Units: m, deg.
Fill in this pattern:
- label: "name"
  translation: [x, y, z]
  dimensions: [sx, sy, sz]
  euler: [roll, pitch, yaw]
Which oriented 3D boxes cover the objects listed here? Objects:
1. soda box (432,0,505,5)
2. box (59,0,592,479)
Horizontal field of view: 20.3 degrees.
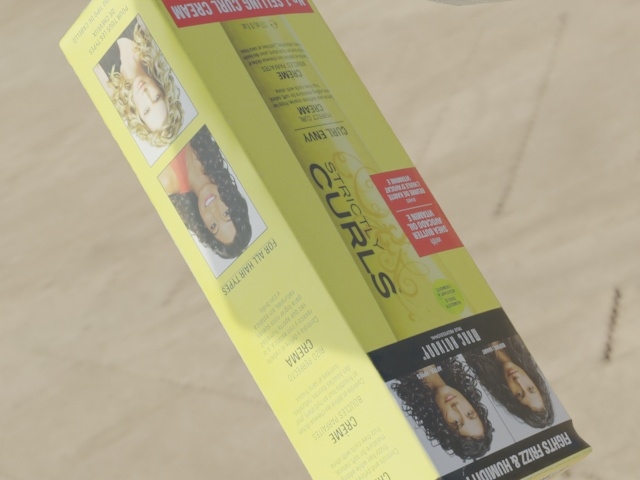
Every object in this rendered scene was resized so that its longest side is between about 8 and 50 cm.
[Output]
- label: "soda box"
  translation: [-0.052, -0.094, 0.316]
  dimensions: [0.216, 0.069, 0.074]
  euler: [9, 2, -19]
- label: "box"
  translation: [0.000, 0.000, 0.655]
  dimensions: [0.087, 0.232, 0.058]
  euler: [-13, -23, -47]
